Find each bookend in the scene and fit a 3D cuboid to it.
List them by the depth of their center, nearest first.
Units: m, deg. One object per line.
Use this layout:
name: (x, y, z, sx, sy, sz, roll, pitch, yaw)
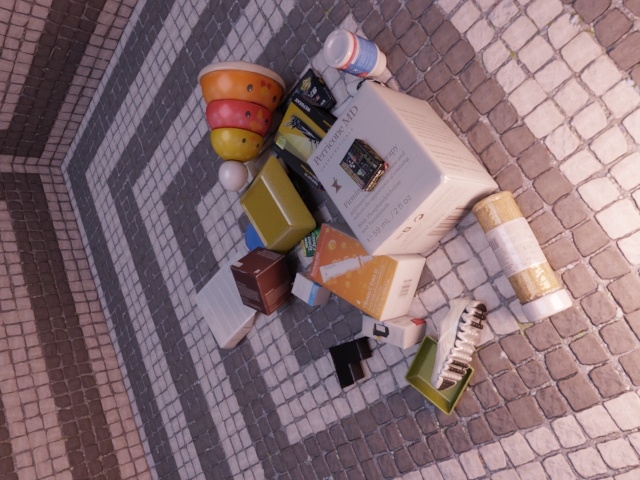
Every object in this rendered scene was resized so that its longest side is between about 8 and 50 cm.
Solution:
bookend: (0.129, 0.445, 1.768, 0.157, 0.072, 0.156, -29, 73, 39)

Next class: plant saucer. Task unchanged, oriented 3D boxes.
plant saucer: (0.386, 0.427, 1.550, 0.188, 0.045, 0.189, 35, 114, 36)
plant saucer: (-0.200, -0.118, 1.938, 0.333, 0.081, 0.333, 58, 143, 5)

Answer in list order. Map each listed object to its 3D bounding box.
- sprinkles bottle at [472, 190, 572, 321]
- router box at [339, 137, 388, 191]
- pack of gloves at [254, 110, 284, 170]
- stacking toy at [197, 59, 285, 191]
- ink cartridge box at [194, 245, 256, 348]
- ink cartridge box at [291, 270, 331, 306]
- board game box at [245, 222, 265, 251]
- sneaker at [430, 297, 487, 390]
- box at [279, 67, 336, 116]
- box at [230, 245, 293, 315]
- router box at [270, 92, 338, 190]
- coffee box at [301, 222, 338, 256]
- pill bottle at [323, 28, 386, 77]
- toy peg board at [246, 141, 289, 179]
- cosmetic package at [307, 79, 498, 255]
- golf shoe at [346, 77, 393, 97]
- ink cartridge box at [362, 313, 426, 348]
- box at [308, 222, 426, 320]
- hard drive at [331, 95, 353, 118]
sprinkles bottle: (0.550, 0.040, 1.330, 0.121, 0.121, 0.356, -35, 69, 38)
router box: (0.118, -0.208, 1.329, 0.122, 0.038, 0.092, 52, 124, 28)
pack of gloves: (-0.224, -0.420, 2.008, 0.232, 0.046, 0.195, -49, 51, 12)
stacking toy: (-0.323, -0.431, 1.924, 0.350, 0.350, 0.480, -1, 85, 42)
ink cartridge box: (-0.391, 0.266, 2.254, 0.385, 0.091, 0.308, -45, 61, 15)
ink cartridge box: (-0.039, 0.184, 1.895, 0.143, 0.092, 0.090, 29, 111, 37)
board game box: (-0.277, 0.000, 2.137, 0.169, 0.033, 0.133, 45, 129, 35)
sneaker: (0.401, 0.311, 1.464, 0.118, 0.110, 0.292, 17, 78, 50)
box: (-0.054, -0.536, 1.903, 0.220, 0.051, 0.175, -42, 65, 35)
box: (-0.234, 0.165, 1.973, 0.168, 0.167, 0.203, 17, 131, 40)
router box: (-0.029, -0.369, 1.805, 0.309, 0.081, 0.243, 44, 120, 29)
coffee box: (0.000, 0.000, 1.885, 0.184, 0.040, 0.113, -10, 85, 43)
pill bottle: (0.123, -0.620, 1.621, 0.124, 0.221, 0.124, 2, 93, 43)
toy peg board: (-0.207, -0.301, 2.052, 0.160, 0.079, 0.161, -35, 68, 21)
cosmetic package: (0.240, -0.205, 1.465, 0.329, 0.327, 0.394, -50, 60, 32)
golf shoe: (0.160, -0.535, 1.668, 0.198, 0.094, 0.077, 21, 88, 36)
ink cartridge box: (0.245, 0.293, 1.617, 0.175, 0.127, 0.073, 10, 102, 43)
box: (0.153, 0.095, 1.665, 0.345, 0.168, 0.215, 28, 110, 39)
hard drive: (0.055, -0.367, 1.818, 0.307, 0.040, 0.203, -33, 70, 39)
